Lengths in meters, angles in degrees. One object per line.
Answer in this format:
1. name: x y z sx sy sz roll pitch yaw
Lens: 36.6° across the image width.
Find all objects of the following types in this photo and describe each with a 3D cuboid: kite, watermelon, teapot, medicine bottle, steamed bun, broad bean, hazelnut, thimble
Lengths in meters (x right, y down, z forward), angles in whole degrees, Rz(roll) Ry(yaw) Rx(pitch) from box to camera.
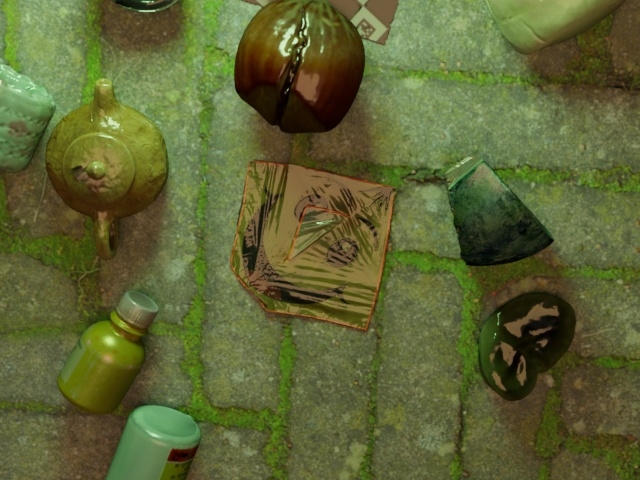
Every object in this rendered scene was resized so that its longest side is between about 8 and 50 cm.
1. kite: 0.000 -0.001 1.726 0.327 0.013 0.377 -36 100 7
2. watermelon: 0.260 -0.054 1.608 0.148 0.318 0.226 -35 60 12
3. teapot: -0.363 -0.115 1.620 0.203 0.167 0.311 4 104 -1
4. medicine bottle: -0.315 0.425 1.764 0.139 0.139 0.225 21 102 -5
5. medicine bottle: -0.368 0.193 1.718 0.122 0.122 0.212 31 101 -7
6. steamed bun: 0.394 -0.410 1.553 0.238 0.152 0.170 -32 100 5
7. broad bean: 0.367 0.186 1.747 0.153 0.072 0.207 31 90 -9
8. hazelnut: -0.035 -0.288 1.572 0.212 0.181 0.181 22 136 6
9. thimble: -0.556 -0.219 1.597 0.211 0.185 0.149 35 101 27

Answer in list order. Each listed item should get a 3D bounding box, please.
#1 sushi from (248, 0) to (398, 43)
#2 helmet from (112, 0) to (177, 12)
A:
1. sushi: 0.021 -0.499 1.583 0.292 0.059 0.294 14 102 -4
2. helmet: -0.303 -0.461 1.572 0.177 0.107 0.153 34 99 -27
